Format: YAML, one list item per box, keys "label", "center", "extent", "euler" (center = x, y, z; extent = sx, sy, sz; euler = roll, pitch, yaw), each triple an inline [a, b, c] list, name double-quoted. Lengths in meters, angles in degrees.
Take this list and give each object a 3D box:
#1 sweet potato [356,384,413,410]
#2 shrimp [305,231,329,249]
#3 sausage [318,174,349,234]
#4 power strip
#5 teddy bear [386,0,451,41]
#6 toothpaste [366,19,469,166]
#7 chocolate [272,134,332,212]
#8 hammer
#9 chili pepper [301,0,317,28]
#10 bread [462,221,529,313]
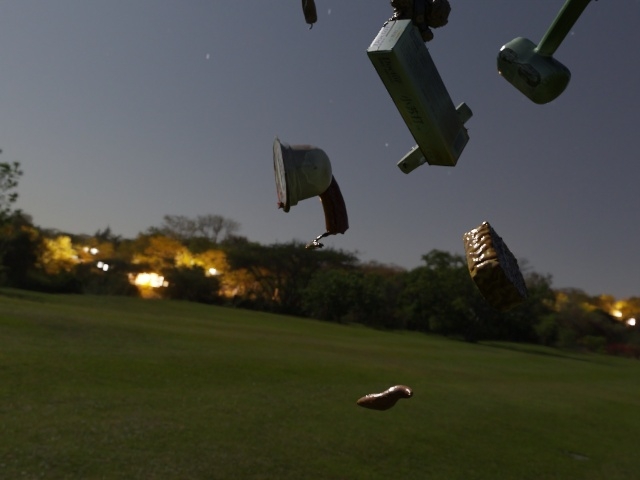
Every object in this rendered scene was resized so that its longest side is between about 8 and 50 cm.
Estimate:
- label: "sweet potato"
  center: [0.193, 0.475, 1.748]
  extent: [0.202, 0.058, 0.055]
  euler: [-24, -2, 30]
- label: "shrimp"
  center: [0.000, 0.000, 1.737]
  extent: [0.023, 0.083, 0.114]
  euler: [56, -19, -13]
- label: "sausage"
  center: [0.015, -0.154, 1.888]
  extent: [0.103, 0.302, 0.076]
  euler: [-21, -6, -23]
- label: "power strip"
  center: [0.297, -0.263, 1.513]
  extent: [0.046, 0.270, 0.118]
  euler: [49, -36, -5]
- label: "teddy bear"
  center: [0.279, -0.690, 1.754]
  extent: [0.251, 0.182, 0.129]
  euler: [-14, 27, -33]
- label: "toothpaste"
  center: [0.197, -0.273, 1.127]
  extent: [0.071, 0.089, 0.313]
  euler: [13, -26, 42]
- label: "chocolate"
  center: [-0.045, -0.174, 1.530]
  extent: [0.147, 0.221, 0.221]
  euler: [-4, -4, -14]
- label: "hammer"
  center: [0.605, -0.529, 1.496]
  extent: [0.119, 0.335, 0.206]
  euler: [-3, 46, -38]
- label: "chili pepper"
  center: [-0.040, -0.785, 1.967]
  extent: [0.050, 0.041, 0.153]
  euler: [-1, -51, 16]
- label: "bread"
  center: [0.458, 0.071, 1.544]
  extent: [0.096, 0.222, 0.181]
  euler: [-32, -61, 25]
